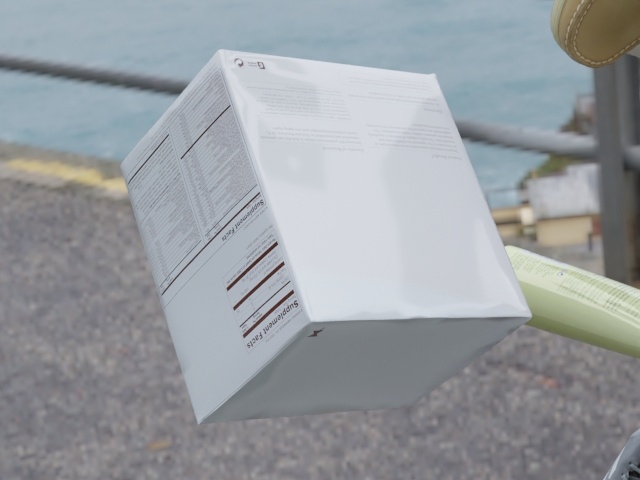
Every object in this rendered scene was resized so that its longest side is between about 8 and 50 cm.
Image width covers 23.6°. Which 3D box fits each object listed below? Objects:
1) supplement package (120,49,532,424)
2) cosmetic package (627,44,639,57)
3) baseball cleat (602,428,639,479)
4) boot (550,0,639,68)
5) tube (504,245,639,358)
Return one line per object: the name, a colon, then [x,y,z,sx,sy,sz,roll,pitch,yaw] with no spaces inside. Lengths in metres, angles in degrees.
supplement package: [0.000,0.000,1.054,0.194,0.203,0.149,1,-31,-38]
cosmetic package: [0.350,-0.227,1.301,0.153,0.129,0.296,-44,29,-7]
baseball cleat: [0.281,0.252,1.416,0.072,0.206,0.109,33,37,10]
boot: [0.287,-0.175,1.085,0.095,0.262,0.203,24,35,-37]
tube: [0.243,0.065,1.230,0.240,0.062,0.070,18,64,33]
